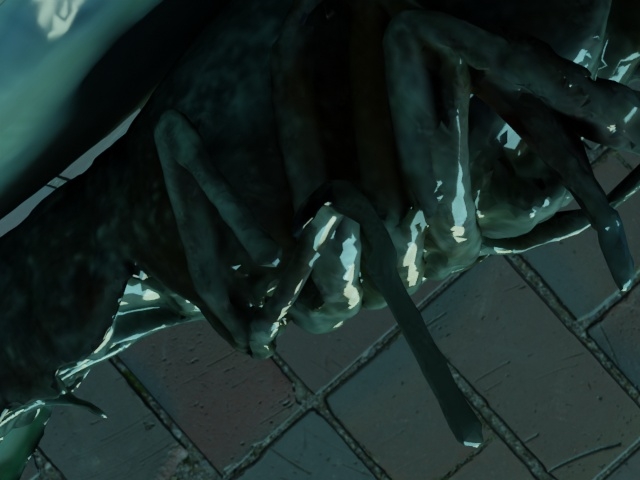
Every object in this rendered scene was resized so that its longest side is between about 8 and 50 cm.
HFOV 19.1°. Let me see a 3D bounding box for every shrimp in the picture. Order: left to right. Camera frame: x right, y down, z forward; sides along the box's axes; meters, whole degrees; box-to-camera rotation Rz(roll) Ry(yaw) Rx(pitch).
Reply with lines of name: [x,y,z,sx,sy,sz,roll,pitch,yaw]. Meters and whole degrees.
shrimp: [0.000,-0.005,0.592,0.410,0.166,0.221,-30,-178,17]

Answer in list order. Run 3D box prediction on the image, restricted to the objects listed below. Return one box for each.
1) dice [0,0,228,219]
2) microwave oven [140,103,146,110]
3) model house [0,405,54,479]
dice: [-0.144,-0.154,0.532,0.264,0.268,0.262,-41,177,9]
microwave oven: [0.011,-0.208,1.274,0.295,0.181,0.237,-16,-163,9]
model house: [-0.402,0.115,1.609,0.329,0.251,0.295,5,-114,61]
